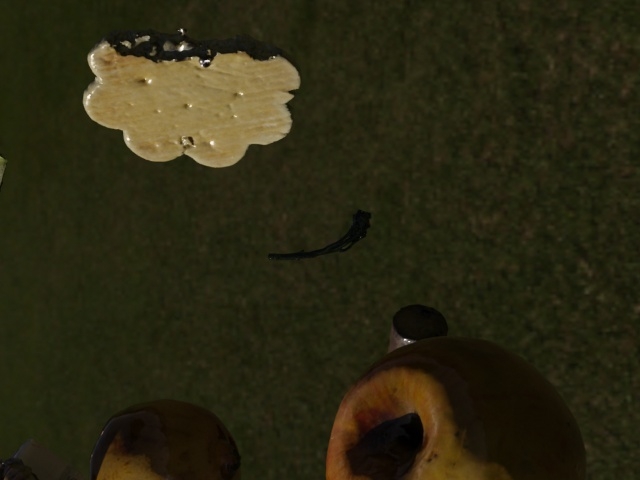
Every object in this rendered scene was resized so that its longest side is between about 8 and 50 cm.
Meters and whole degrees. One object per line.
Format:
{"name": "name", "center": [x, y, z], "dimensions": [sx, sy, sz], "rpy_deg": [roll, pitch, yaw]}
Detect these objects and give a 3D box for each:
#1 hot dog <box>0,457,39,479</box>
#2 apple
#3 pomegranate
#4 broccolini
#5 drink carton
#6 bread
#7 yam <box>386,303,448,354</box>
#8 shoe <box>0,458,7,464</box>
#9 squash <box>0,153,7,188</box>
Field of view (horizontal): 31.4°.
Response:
{"name": "hot dog", "center": [-0.361, 0.319, 1.339], "dimensions": [0.099, 0.053, 0.192], "rpy_deg": [-51, 35, -5]}
{"name": "apple", "center": [0.168, 0.266, 1.378], "dimensions": [0.299, 0.275, 0.299], "rpy_deg": [-17, 57, 29]}
{"name": "pomegranate", "center": [-0.247, 0.385, 1.841], "dimensions": [0.264, 0.264, 0.264], "rpy_deg": [179, 90, -69]}
{"name": "broccolini", "center": [0.003, 0.006, 1.939], "dimensions": [0.054, 0.194, 0.052], "rpy_deg": [61, -173, -65]}
{"name": "drink carton", "center": [-0.437, 0.386, 1.561], "dimensions": [0.222, 0.102, 0.134], "rpy_deg": [-40, 18, 39]}
{"name": "bread", "center": [-0.153, -0.166, 1.346], "dimensions": [0.182, 0.250, 0.039], "rpy_deg": [103, 167, -45]}
{"name": "yam", "center": [0.194, 0.253, 2.338], "dimensions": [0.280, 0.131, 0.131], "rpy_deg": [93, 162, -46]}
{"name": "shoe", "center": [-0.572, 0.510, 1.809], "dimensions": [0.198, 0.171, 0.351], "rpy_deg": [-54, 25, 32]}
{"name": "squash", "center": [-0.606, -0.080, 1.817], "dimensions": [0.085, 0.184, 0.192], "rpy_deg": [-137, 65, -78]}
